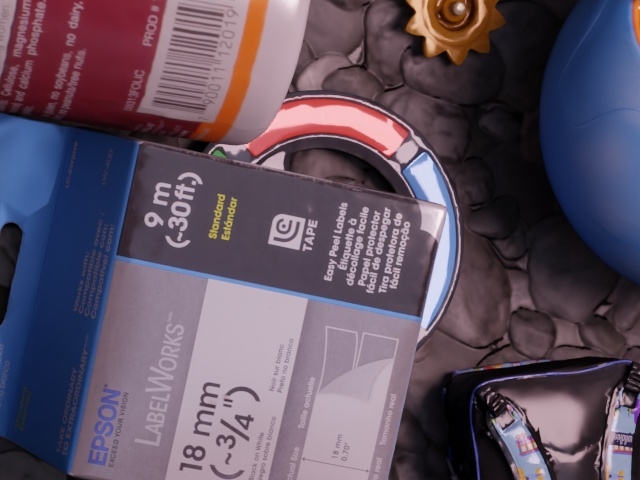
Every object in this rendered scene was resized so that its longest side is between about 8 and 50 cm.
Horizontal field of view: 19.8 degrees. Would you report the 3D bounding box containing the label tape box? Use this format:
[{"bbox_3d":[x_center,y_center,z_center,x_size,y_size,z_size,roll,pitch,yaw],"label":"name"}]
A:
[{"bbox_3d":[-0.102,0.056,1.303,0.334,0.106,0.240,12,93,-9],"label":"label tape box"}]

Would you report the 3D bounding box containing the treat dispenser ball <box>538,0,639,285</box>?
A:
[{"bbox_3d":[0.305,-0.093,1.356,0.288,0.288,0.288,0,90,-16],"label":"treat dispenser ball"}]

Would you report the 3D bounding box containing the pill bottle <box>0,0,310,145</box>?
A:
[{"bbox_3d":[-0.217,-0.198,1.239,0.392,0.224,0.224,8,88,-16],"label":"pill bottle"}]

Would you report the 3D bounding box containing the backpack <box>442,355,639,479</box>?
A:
[{"bbox_3d":[0.177,0.181,1.410,0.158,0.117,0.173,-7,92,-16],"label":"backpack"}]

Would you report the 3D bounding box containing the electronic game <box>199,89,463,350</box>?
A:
[{"bbox_3d":[0.000,0.000,1.394,0.229,0.048,0.229,0,91,-15],"label":"electronic game"}]

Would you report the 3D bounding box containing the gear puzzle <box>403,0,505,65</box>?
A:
[{"bbox_3d":[0.114,-0.306,1.432,0.175,0.044,0.339,0,93,-18],"label":"gear puzzle"}]
